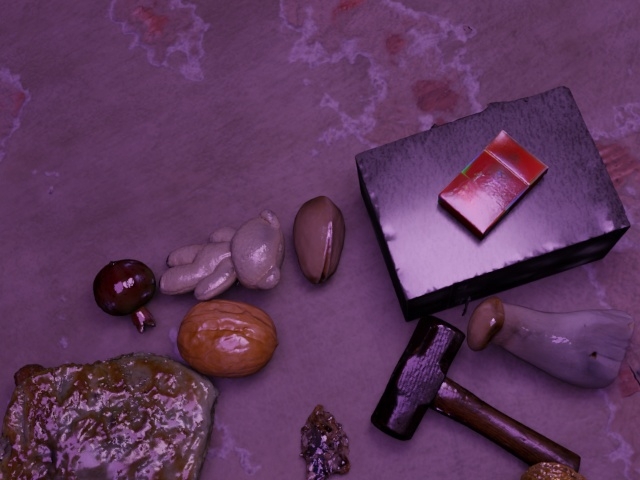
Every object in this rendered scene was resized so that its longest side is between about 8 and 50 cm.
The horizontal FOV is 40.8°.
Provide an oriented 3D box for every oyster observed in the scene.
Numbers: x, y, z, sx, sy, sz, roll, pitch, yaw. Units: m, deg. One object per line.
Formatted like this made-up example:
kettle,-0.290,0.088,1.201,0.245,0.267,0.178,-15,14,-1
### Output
oyster,0.004,0.397,1.694,0.103,0.051,0.148,-17,63,-6

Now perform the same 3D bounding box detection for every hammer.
hammer,0.317,0.341,1.645,0.409,0.095,0.242,30,92,7

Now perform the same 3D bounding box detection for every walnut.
walnut,-0.185,0.197,1.717,0.206,0.159,0.159,3,75,8

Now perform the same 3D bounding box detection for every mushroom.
mushroom,0.432,0.179,1.630,0.328,0.122,0.159,16,68,-12

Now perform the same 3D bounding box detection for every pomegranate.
pomegranate,-0.405,0.117,1.779,0.129,0.129,0.159,-7,82,4

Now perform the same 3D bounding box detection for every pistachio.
pistachio,0.000,0.000,1.772,0.108,0.126,0.185,7,78,-25

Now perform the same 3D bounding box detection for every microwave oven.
microwave oven,0.320,-0.072,1.698,0.432,0.236,0.374,-19,72,0

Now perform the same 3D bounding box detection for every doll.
doll,-0.196,0.047,1.778,0.278,0.149,0.175,-10,72,18

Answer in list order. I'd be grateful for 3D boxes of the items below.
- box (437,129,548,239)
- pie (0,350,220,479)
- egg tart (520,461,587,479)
box,0.311,-0.100,1.557,0.112,0.048,0.175,42,82,16
pie,-0.408,0.409,1.670,0.418,0.180,0.395,0,73,-1
egg tart,0.434,0.462,1.593,0.130,0.130,0.052,11,38,9
